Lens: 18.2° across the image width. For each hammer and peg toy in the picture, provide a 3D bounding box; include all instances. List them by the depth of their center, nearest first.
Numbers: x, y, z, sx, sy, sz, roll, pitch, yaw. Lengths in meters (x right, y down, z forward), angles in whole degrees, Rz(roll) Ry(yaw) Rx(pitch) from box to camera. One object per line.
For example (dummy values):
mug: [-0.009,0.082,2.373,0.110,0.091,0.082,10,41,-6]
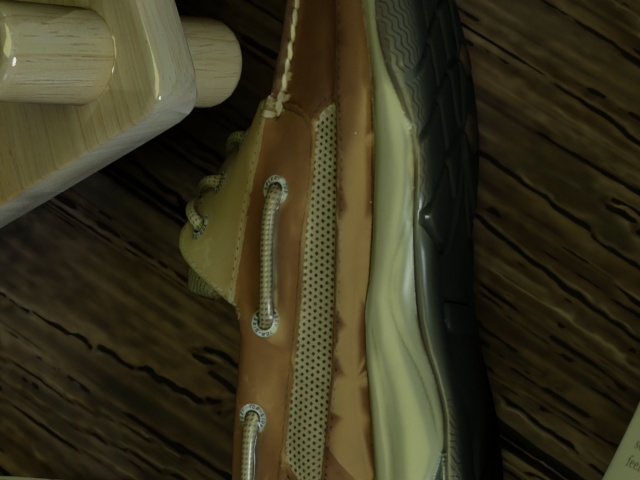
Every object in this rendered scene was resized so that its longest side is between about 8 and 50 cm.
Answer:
hammer and peg toy: [-0.190,-0.169,0.838,0.266,0.127,0.361,-28,74,37]

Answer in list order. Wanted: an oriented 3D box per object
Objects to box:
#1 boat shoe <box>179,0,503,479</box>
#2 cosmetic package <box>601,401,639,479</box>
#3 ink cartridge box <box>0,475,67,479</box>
boat shoe: [0.000,0.000,0.807,0.119,0.122,0.324,-6,79,15]
cosmetic package: [0.256,0.012,0.684,0.366,0.155,0.197,-62,29,-2]
ink cartridge box: [-0.129,0.159,0.785,0.115,0.067,0.198,4,48,5]
